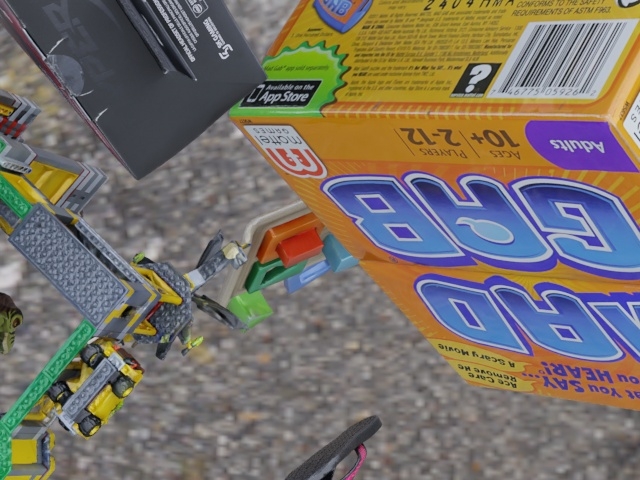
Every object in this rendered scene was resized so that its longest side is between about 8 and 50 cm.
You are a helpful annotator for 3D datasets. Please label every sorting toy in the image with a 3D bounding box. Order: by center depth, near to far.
[{"bbox_3d":[0.000,0.000,1.808,0.196,0.348,0.047,-27,74,-22],"label":"sorting toy"}]

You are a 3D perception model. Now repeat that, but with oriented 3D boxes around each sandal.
[{"bbox_3d":[0.020,0.228,1.963,0.179,0.067,0.040,-31,95,-58],"label":"sandal"}]

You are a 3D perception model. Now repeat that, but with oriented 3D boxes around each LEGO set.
[{"bbox_3d":[-0.231,0.033,1.425,0.255,0.331,0.192,-57,159,6],"label":"LEGO set"}]

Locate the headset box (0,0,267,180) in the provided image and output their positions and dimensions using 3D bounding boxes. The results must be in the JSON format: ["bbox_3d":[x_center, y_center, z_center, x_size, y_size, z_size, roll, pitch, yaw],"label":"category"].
[{"bbox_3d":[-0.166,-0.187,1.149,0.110,0.293,0.218,-39,141,-5],"label":"headset box"}]

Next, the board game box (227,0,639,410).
[{"bbox_3d":[0.230,-0.114,1.431,0.356,0.356,0.356,47,62,-35],"label":"board game box"}]
